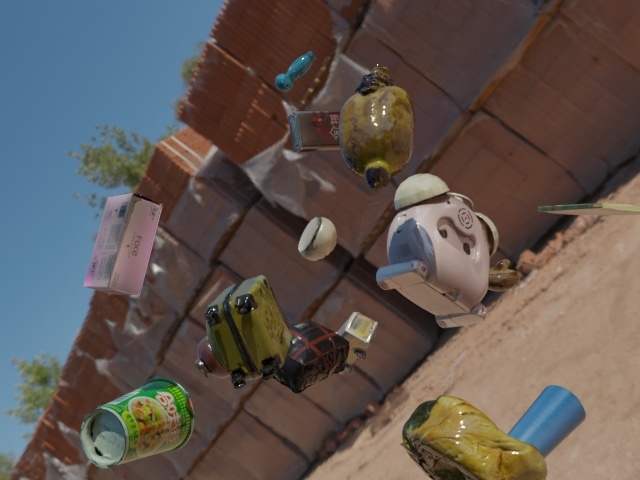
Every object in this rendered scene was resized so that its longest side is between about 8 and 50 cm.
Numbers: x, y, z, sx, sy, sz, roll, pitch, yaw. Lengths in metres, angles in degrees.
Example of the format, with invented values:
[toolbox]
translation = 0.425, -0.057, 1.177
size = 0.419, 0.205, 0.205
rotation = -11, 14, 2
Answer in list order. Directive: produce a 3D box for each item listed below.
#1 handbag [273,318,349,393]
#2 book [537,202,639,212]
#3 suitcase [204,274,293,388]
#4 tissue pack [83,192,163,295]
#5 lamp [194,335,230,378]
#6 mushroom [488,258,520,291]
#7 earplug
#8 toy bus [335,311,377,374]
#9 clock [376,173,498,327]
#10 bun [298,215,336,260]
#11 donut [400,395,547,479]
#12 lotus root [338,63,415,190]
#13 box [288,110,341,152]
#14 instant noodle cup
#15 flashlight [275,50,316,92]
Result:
[handbag]
translation = -0.042, 0.302, 1.686
size = 0.215, 0.169, 0.155
rotation = -17, -55, -49
[book]
translation = 0.848, -0.097, 1.987
size = 0.289, 0.201, 0.026
rotation = -176, 90, -71
[suitcase]
translation = -0.164, 0.197, 1.410
size = 0.143, 0.194, 0.235
rotation = -21, 9, 10
[tissue pack]
translation = -0.504, 0.011, 1.630
size = 0.149, 0.092, 0.246
rotation = -2, 73, 46
[lamp]
translation = -0.345, 0.398, 2.357
size = 0.258, 0.180, 0.180
rotation = -35, -7, -22
[mushroom]
translation = 0.548, 0.116, 1.965
size = 0.109, 0.085, 0.126
rotation = -46, 28, -22
[earplug]
translation = 0.594, 0.530, 1.753
size = 0.273, 0.132, 0.132
rotation = -33, -10, -28
[toy bus]
translation = 0.083, 0.304, 1.866
size = 0.092, 0.106, 0.268
rotation = -60, 0, -34
[clock]
translation = 0.315, 0.020, 1.660
size = 0.184, 0.342, 0.325
rotation = -18, 45, 43
[bun]
translation = 0.000, 0.000, 2.427
size = 0.173, 0.120, 0.173
rotation = -52, 21, 29
[donut]
translation = 0.372, 0.532, 1.566
size = 0.170, 0.360, 0.360
rotation = -47, -2, -24
[lotus root]
translation = 0.122, -0.231, 1.386
size = 0.141, 0.169, 0.314
rotation = 53, -144, -52
[box]
translation = 0.020, -0.328, 1.916
size = 0.224, 0.120, 0.069
rotation = -5, -7, -29
[instant noodle cup]
translation = -0.468, 0.466, 1.621
size = 0.207, 0.207, 0.233
rotation = -53, -20, 15
[flashlight]
translation = -0.063, -0.436, 1.652
size = 0.129, 0.051, 0.051
rotation = -43, 0, 2
